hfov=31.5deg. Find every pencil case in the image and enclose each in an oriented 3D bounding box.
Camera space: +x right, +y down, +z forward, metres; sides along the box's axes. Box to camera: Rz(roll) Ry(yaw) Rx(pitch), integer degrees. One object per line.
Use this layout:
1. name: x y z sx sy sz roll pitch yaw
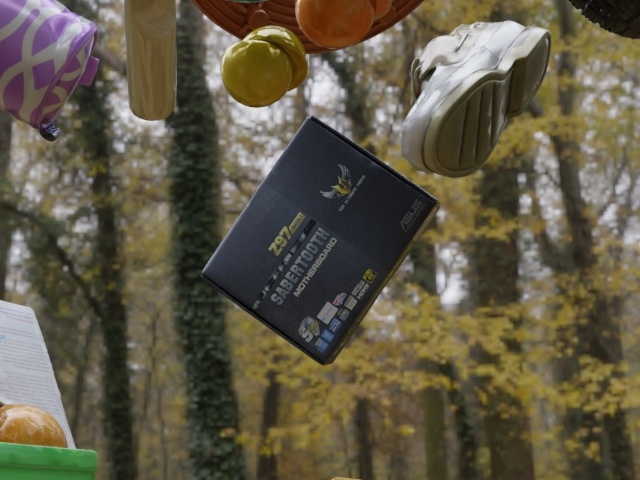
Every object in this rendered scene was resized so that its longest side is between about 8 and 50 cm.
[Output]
1. pencil case: -0.242 -0.156 0.745 0.206 0.088 0.086 33 -66 -7

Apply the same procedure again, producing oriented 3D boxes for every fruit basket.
1. fruit basket: -0.392 0.201 1.226 0.165 0.353 0.327 -39 -29 18

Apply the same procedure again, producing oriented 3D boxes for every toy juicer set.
1. toy juicer set: -0.050 -0.179 0.731 0.329 0.089 0.209 -28 -30 -48

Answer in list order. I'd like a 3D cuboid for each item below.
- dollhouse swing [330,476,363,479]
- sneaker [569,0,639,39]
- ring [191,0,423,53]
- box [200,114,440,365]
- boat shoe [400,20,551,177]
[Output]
1. dollhouse swing: 0.099 0.354 0.772 0.346 0.305 0.315 9 0 -1
2. sneaker: 0.226 -0.289 0.840 0.130 0.286 0.109 -9 -10 -18
3. ring: 0.009 -0.332 1.090 0.336 0.032 0.337 -13 -54 -18
4. box: 0.000 0.000 1.320 0.183 0.233 0.059 36 2 12
5. boat shoe: 0.147 -0.156 1.208 0.103 0.113 0.302 18 33 23
